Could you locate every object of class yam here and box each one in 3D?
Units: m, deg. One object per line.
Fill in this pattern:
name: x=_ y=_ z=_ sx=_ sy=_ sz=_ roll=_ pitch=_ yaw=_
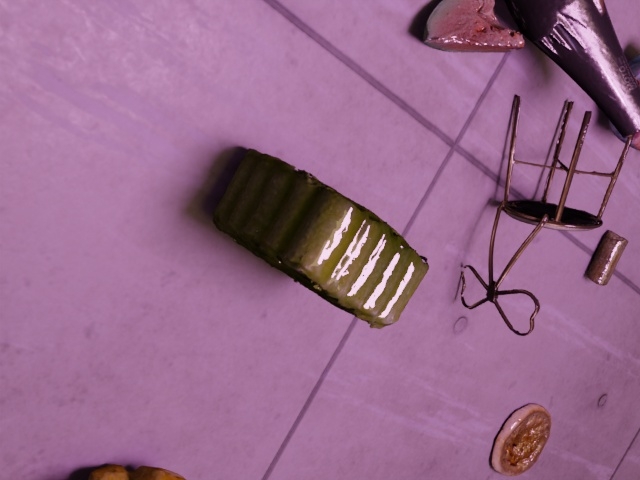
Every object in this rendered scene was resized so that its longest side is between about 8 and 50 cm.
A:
yam: x=0.504 y=0.032 z=1.506 sx=0.043 sy=0.043 sz=0.094 roll=14 pitch=104 yaw=-42

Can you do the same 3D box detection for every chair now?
chair: x=0.331 y=-0.040 z=1.256 sx=0.170 sy=0.159 sz=0.326 roll=-2 pitch=108 yaw=-38

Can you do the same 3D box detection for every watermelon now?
watermelon: x=0.189 y=-0.276 z=1.083 sx=0.155 sy=0.080 sz=0.101 roll=-12 pitch=110 yaw=-17

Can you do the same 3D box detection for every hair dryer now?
hair dryer: x=0.404 y=-0.340 z=1.166 sx=0.304 sy=0.120 sz=0.359 roll=48 pitch=58 yaw=-9

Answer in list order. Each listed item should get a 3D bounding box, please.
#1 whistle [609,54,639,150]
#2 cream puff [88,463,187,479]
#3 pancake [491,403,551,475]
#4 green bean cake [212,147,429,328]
whistle: x=0.555 y=-0.200 z=1.381 sx=0.346 sy=0.133 sz=0.142 roll=15 pitch=65 yaw=-50
cream puff: x=-0.213 y=0.355 z=0.996 sx=0.194 sy=0.194 sz=0.221 roll=-34 pitch=133 yaw=-21
pancake: x=0.372 y=0.370 z=1.577 sx=0.151 sy=0.025 sz=0.152 roll=-18 pitch=120 yaw=-33
green bean cake: x=0.000 y=0.000 z=0.969 sx=0.214 sy=0.200 sz=0.113 roll=36 pitch=86 yaw=-43
